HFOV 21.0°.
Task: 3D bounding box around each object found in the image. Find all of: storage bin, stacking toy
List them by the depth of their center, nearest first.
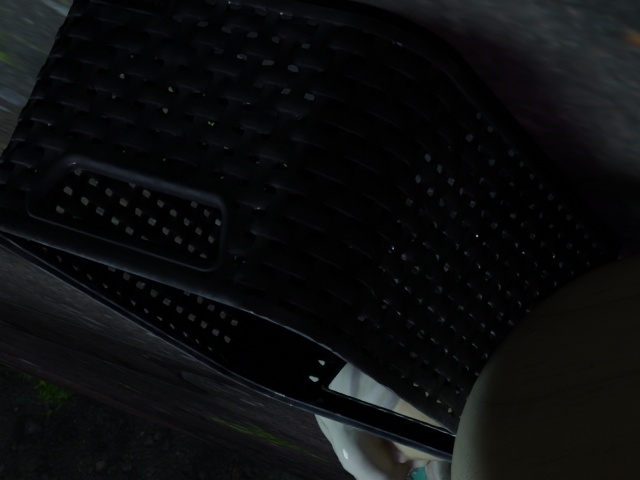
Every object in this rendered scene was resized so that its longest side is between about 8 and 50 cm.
[{"bbox_3d":[0.000,0.000,0.519,0.122,0.084,0.180,17,167,32],"label":"storage bin"},{"bbox_3d":[0.134,0.148,0.567,0.141,0.141,0.330,18,150,26],"label":"stacking toy"}]

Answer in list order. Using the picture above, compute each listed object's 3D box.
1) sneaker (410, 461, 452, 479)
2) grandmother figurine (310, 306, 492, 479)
[{"bbox_3d":[0.180,0.166,0.942,0.302,0.108,0.121,32,169,-7],"label":"sneaker"},{"bbox_3d":[0.141,0.098,0.708,0.342,0.104,0.208,20,142,28],"label":"grandmother figurine"}]
